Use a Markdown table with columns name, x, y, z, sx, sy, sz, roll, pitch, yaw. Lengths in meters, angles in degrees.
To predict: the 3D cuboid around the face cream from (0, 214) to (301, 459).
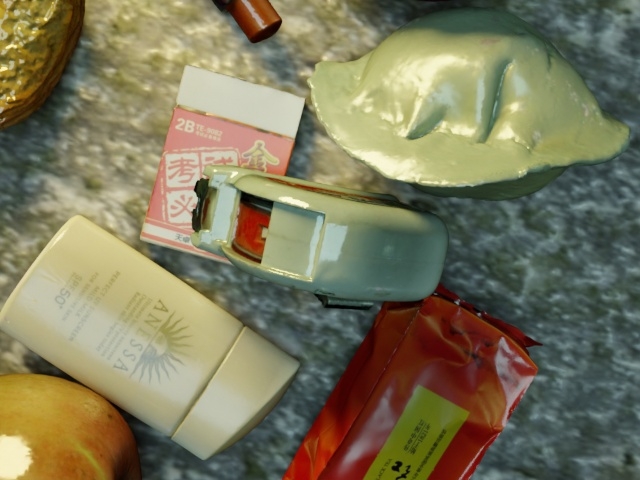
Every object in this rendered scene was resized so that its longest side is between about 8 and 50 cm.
| name | x | y | z | sx | sy | sz | roll | pitch | yaw |
| --- | --- | --- | --- | --- | --- | --- | --- | --- | --- |
| face cream | -0.212 | 0.131 | 1.010 | 0.349 | 0.081 | 0.173 | 35 | 78 | -3 |

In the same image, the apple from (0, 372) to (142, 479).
| name | x | y | z | sx | sy | sz | roll | pitch | yaw |
| --- | --- | --- | --- | --- | --- | --- | --- | --- | --- |
| apple | -0.369 | 0.321 | 0.913 | 0.305 | 0.338 | 0.338 | 1 | 97 | -2 |

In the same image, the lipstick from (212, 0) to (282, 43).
| name | x | y | z | sx | sy | sz | roll | pitch | yaw |
| --- | --- | --- | --- | --- | --- | --- | --- | --- | --- |
| lipstick | -0.149 | -0.369 | 0.958 | 0.081 | 0.081 | 0.299 | -34 | 95 | 4 |

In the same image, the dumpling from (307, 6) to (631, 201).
| name | x | y | z | sx | sy | sz | roll | pitch | yaw |
| --- | --- | --- | --- | --- | --- | --- | --- | --- | --- |
| dumpling | 0.179 | -0.135 | 0.934 | 0.321 | 0.212 | 0.270 | -20 | 59 | 16 |

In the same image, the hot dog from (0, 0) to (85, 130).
| name | x | y | z | sx | sy | sz | roll | pitch | yaw |
| --- | --- | --- | --- | --- | --- | --- | --- | --- | --- |
| hot dog | -0.390 | -0.251 | 0.960 | 0.175 | 0.114 | 0.259 | 25 | 98 | -7 |

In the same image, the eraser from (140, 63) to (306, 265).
| name | x | y | z | sx | sy | sz | roll | pitch | yaw |
| --- | --- | --- | --- | --- | --- | --- | --- | --- | --- |
| eraser | -0.122 | -0.090 | 1.011 | 0.157 | 0.038 | 0.230 | 16 | 96 | -2 |

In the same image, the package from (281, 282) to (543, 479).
| name | x | y | z | sx | sy | sz | roll | pitch | yaw |
| --- | --- | --- | --- | --- | --- | --- | --- | --- | --- |
| package | 0.090 | 0.256 | 0.992 | 0.196 | 0.123 | 0.423 | 28 | 94 | -12 |

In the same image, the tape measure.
| name | x | y | z | sx | sy | sz | roll | pitch | yaw |
| --- | --- | --- | --- | --- | --- | --- | --- | --- | --- |
| tape measure | 0.000 | -0.001 | 0.912 | 0.243 | 0.246 | 0.125 | 6 | 102 | -28 |
